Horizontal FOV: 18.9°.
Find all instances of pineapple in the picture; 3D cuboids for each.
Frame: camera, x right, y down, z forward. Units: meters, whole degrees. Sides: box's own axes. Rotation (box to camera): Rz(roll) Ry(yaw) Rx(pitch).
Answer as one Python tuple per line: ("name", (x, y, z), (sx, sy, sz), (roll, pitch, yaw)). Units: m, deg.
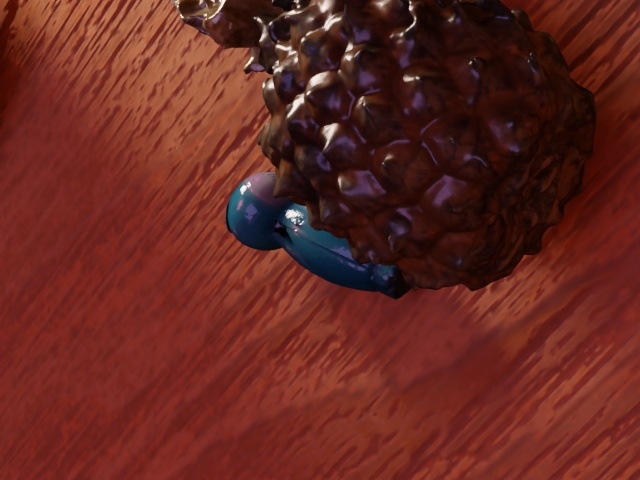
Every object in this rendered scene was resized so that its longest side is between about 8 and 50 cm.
("pineapple", (0.039, -0.069, 0.984), (0.193, 0.166, 0.166), (31, 114, 23))

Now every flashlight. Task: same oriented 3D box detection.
("flashlight", (0.000, 0.000, 1.111), (0.129, 0.051, 0.051), (29, 112, 32))

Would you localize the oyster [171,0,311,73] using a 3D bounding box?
("oyster", (-0.046, -0.192, 1.117), (0.161, 0.107, 0.232), (-54, 40, 37))
